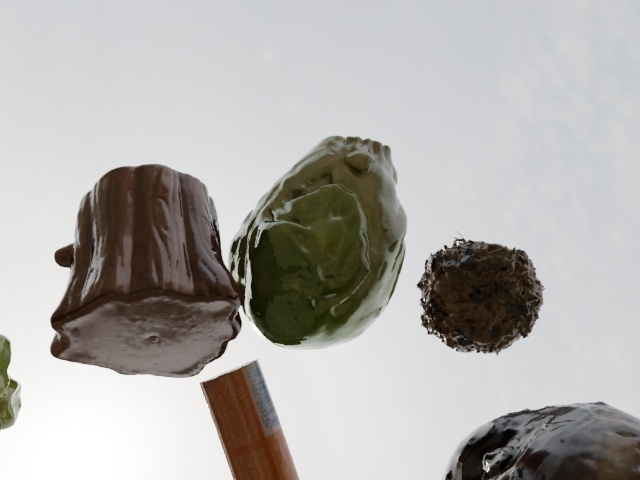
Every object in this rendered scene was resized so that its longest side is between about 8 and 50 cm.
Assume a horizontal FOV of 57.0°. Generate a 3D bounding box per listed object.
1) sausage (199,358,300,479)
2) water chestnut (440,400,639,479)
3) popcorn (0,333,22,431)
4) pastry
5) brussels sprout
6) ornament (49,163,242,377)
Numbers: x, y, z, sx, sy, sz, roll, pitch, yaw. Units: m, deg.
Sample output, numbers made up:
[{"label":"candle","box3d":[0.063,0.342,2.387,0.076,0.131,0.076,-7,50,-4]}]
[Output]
[{"label":"sausage","box3d":[-0.081,0.335,0.854,0.093,0.093,0.312,-23,-95,28]},{"label":"water chestnut","box3d":[0.259,0.308,0.582,0.300,0.300,0.299,0,-90,30]},{"label":"popcorn","box3d":[-0.396,0.182,0.488,0.225,0.286,0.173,-23,-59,11]},{"label":"pastry","box3d":[0.339,0.117,1.270,0.275,0.193,0.274,2,-80,14]},{"label":"brussels sprout","box3d":[-0.003,0.010,0.835,0.243,0.273,0.316,19,-118,1]},{"label":"ornament","box3d":[-0.211,0.036,0.757,0.235,0.221,0.217,-20,-128,9]}]
